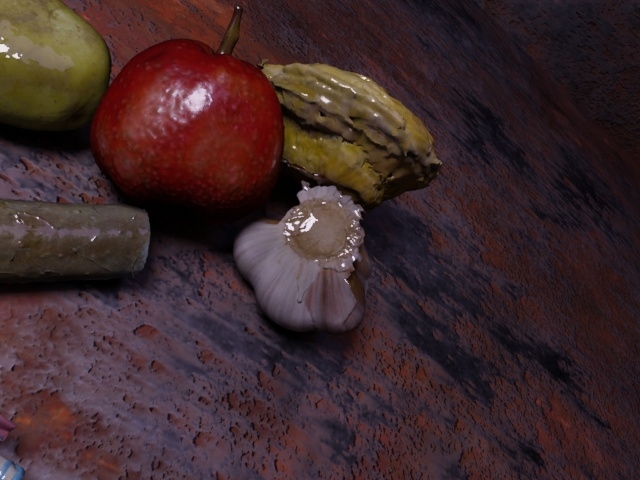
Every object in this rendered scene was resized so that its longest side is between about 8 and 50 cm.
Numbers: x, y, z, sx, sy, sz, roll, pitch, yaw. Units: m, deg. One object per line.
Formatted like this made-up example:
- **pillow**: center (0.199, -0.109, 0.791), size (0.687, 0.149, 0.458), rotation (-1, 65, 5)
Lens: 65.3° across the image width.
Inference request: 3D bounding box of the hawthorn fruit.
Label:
- **hawthorn fruit**: center (-0.141, -0.148, 0.605), size (0.230, 0.265, 0.210), rotation (24, 23, -14)

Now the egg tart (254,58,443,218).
- **egg tart**: center (0.016, -0.139, 0.779), size (0.352, 0.352, 0.149), rotation (30, 84, -21)

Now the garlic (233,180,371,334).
- **garlic**: center (0.000, 0.000, 0.714), size (0.207, 0.207, 0.256), rotation (38, 40, -13)

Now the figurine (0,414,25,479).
- **figurine**: center (-0.372, 0.153, 0.385), size (0.260, 0.103, 0.205), rotation (41, 80, -13)

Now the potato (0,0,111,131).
- **potato**: center (-0.373, -0.228, 0.590), size (0.229, 0.149, 0.196), rotation (9, 70, -34)

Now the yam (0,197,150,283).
- **yam**: center (-0.317, 0.000, 0.525), size (0.260, 0.093, 0.093), rotation (1, 62, -40)
